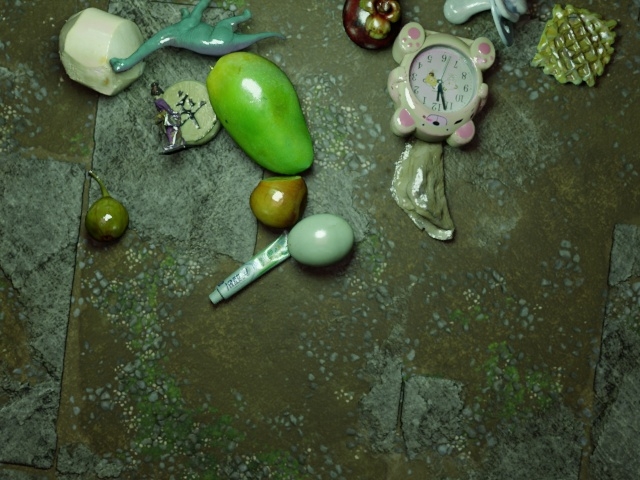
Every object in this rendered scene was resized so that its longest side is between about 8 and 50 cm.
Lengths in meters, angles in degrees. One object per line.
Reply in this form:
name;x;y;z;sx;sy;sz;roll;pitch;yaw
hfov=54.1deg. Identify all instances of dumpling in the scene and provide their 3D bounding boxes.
dumpling;0.284;-0.159;1.775;0.165;0.086;0.333;-9;85;0

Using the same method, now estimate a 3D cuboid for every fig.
fig;-0.633;-0.105;1.823;0.124;0.124;0.236;-24;65;3

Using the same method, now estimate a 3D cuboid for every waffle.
waffle;0.723;-0.547;1.765;0.203;0.054;0.224;22;90;2

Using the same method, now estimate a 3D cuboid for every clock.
clock;0.326;-0.425;1.735;0.283;0.114;0.310;10;82;-8

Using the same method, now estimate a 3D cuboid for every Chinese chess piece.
Chinese chess piece;-0.373;-0.367;1.806;0.188;0.083;0.189;0;94;5

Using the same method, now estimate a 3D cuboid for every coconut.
coconut;-0.596;-0.522;1.745;0.241;0.241;0.241;0;90;3

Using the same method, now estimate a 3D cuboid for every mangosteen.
mangosteen;0.150;-0.624;1.724;0.199;0.200;0.200;0;90;3

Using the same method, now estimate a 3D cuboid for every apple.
apple;-0.119;-0.116;1.764;0.147;0.146;0.163;20;93;7

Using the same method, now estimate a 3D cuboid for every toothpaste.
toothpaste;-0.196;0.085;1.818;0.296;0.048;0.075;-37;85;-1

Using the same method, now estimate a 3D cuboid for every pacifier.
pacifier;0.443;-0.661;1.720;0.225;0.238;0.287;-14;87;33

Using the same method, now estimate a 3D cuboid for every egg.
egg;0.000;0.000;1.753;0.192;0.149;0.150;-10;90;7

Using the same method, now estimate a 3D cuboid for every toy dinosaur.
toy dinosaur;-0.328;-0.513;1.703;0.383;0.129;0.331;20;58;4

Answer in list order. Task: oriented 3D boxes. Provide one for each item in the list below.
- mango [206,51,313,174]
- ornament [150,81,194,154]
mango;-0.154;-0.349;1.734;0.225;0.201;0.382;-37;100;1
ornament;-0.420;-0.338;1.736;0.088;0.081;0.203;-18;88;8
